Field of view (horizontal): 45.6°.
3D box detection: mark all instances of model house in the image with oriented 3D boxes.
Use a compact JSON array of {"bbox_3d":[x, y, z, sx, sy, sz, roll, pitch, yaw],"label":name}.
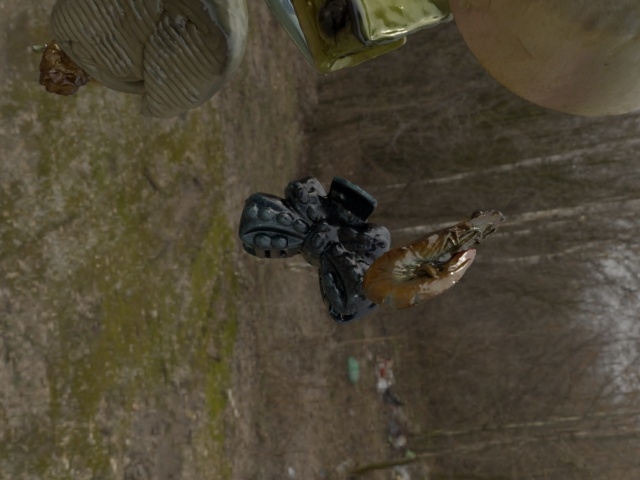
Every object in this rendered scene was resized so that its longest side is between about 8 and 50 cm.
[{"bbox_3d":[0.044,-0.343,1.043,0.193,0.174,0.234,68,-20,-6],"label":"model house"}]

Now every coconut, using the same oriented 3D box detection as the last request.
[{"bbox_3d":[0.278,-0.270,0.737,0.329,0.328,0.329,-7,90,-79],"label":"coconut"}]

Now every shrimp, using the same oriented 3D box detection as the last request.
[{"bbox_3d":[0.201,0.030,1.260,0.152,0.287,0.063,44,-20,60],"label":"shrimp"}]

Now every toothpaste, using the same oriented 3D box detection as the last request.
[{"bbox_3d":[-0.056,-0.383,1.310,0.239,0.039,0.062,53,8,-35],"label":"toothpaste"}]

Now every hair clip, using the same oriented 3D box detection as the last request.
[{"bbox_3d":[0.006,-0.002,1.425,0.206,0.310,0.194,-51,171,-15],"label":"hair clip"}]

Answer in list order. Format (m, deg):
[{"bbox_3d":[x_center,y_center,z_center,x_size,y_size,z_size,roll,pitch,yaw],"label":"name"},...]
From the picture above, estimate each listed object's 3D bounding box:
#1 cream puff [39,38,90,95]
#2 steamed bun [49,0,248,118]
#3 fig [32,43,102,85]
[{"bbox_3d":[-0.458,-0.321,1.395,0.116,0.094,0.122,-83,-168,-67],"label":"cream puff"},{"bbox_3d":[-0.258,-0.384,1.281,0.324,0.309,0.219,-47,-169,49],"label":"steamed bun"},{"bbox_3d":[-0.608,-0.462,1.965,0.160,0.230,0.143,-144,-143,-72],"label":"fig"}]
